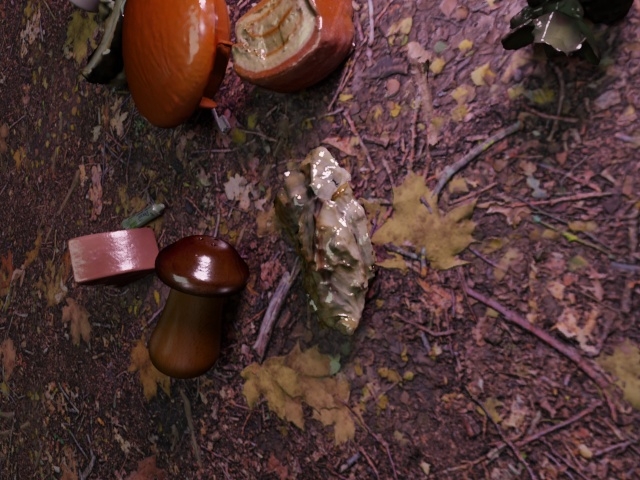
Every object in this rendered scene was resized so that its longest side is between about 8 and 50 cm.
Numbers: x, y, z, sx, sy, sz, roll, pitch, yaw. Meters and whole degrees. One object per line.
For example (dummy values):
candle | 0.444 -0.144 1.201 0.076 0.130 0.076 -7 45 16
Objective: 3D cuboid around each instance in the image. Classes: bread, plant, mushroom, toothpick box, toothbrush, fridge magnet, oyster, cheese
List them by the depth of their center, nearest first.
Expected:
plant | 0.326 -0.330 0.539 0.142 0.131 0.203 16 100 29
oyster | 0.000 -0.001 0.770 0.201 0.107 0.355 -32 73 33
bread | -0.059 -0.374 0.796 0.244 0.123 0.190 -24 79 32
toothpick box | -0.266 0.134 0.901 0.192 0.192 0.295 30 112 29
fridge magnet | -0.317 -0.423 0.902 0.363 0.155 0.364 7 100 43
toothbrush | -0.275 -0.365 0.996 0.024 0.021 0.288 -36 72 22
cheese | -0.546 0.044 1.081 0.202 0.177 0.128 -21 79 31
mushroom | -0.507 -0.555 1.093 0.247 0.130 0.344 36 108 45

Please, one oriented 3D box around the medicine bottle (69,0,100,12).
medicine bottle | -0.583 -0.745 1.123 0.258 0.143 0.144 -25 77 31

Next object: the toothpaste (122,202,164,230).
toothpaste | -0.472 -0.059 1.121 0.197 0.029 0.048 -21 79 34
